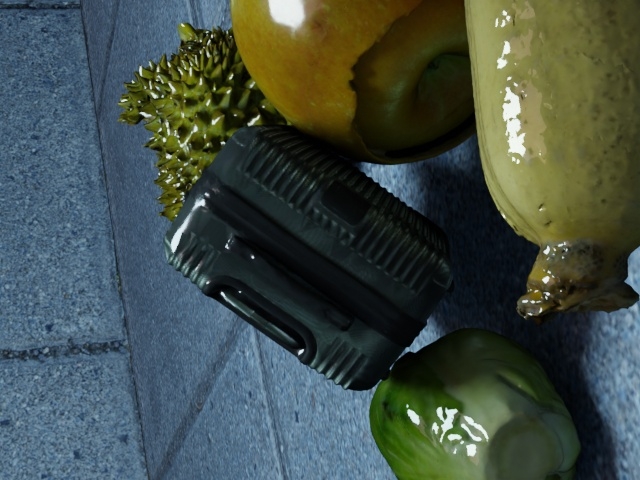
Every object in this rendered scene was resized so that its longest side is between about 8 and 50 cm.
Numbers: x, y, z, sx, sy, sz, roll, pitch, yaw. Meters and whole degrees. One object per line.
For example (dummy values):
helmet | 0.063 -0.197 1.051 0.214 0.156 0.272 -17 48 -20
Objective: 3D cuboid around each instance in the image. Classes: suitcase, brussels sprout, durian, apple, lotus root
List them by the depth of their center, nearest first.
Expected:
lotus root | 0.158 -0.103 0.698 0.146 0.131 0.303 55 -150 -83
brussels sprout | 0.111 0.141 0.874 0.183 0.131 0.145 117 139 -62
apple | 0.052 -0.172 0.874 0.207 0.237 0.237 53 150 14
suitcase | 0.000 0.000 0.924 0.128 0.202 0.312 -55 -1 8
durian | -0.094 -0.115 1.287 0.293 0.258 0.258 -119 31 -58

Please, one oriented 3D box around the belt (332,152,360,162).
belt | 0.006 -0.180 1.118 0.218 0.129 0.122 -115 27 -45
